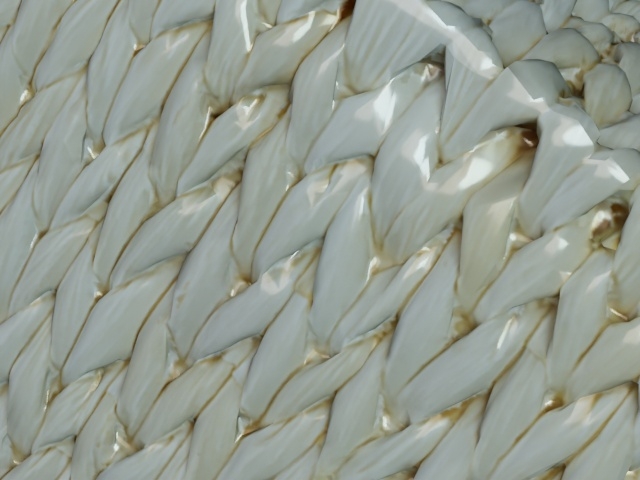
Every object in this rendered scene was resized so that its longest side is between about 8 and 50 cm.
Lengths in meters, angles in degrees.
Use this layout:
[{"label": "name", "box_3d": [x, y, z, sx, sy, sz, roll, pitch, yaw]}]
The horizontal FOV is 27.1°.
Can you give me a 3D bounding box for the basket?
[{"label": "basket", "box_3d": [0.000, 0.000, 0.505, 0.266, 0.328, 0.331, 39, 117, 10]}]
